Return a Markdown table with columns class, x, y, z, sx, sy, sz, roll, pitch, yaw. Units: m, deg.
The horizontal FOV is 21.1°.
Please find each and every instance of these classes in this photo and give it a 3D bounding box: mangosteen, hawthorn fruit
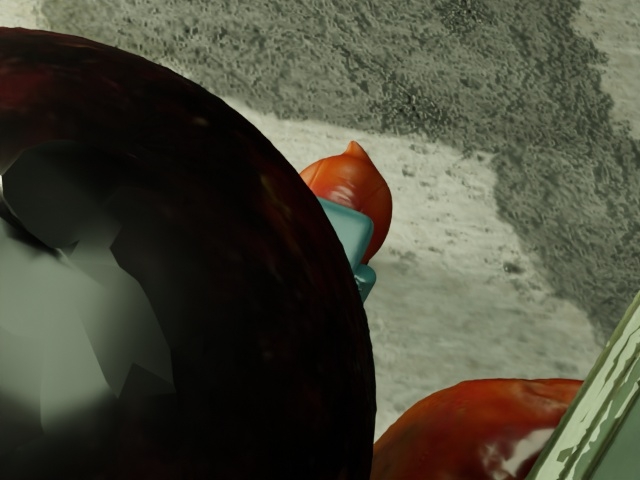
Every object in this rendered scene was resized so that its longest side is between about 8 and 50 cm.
| class | x | y | z | sx | sy | sz | roll | pitch | yaw |
| --- | --- | --- | --- | --- | --- | --- | --- | --- | --- |
| mangosteen | -0.123 | 0.096 | 0.634 | 0.306 | 0.359 | 0.306 | -11 | 30 | 6 |
| hawthorn fruit | 0.088 | 0.131 | 0.715 | 0.179 | 0.200 | 0.179 | 7 | 48 | -7 |

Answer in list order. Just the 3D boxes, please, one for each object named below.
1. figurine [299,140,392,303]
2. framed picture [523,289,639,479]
| class | x | y | z | sx | sy | sz | roll | pitch | yaw |
| --- | --- | --- | --- | --- | --- | --- | --- | --- | --- |
| figurine | 0.000 | 0.000 | 0.920 | 0.068 | 0.075 | 0.140 | 21 | 42 | -1 |
| framed picture | 0.131 | 0.174 | 0.639 | 0.231 | 0.018 | 0.293 | 49 | 61 | -27 |
